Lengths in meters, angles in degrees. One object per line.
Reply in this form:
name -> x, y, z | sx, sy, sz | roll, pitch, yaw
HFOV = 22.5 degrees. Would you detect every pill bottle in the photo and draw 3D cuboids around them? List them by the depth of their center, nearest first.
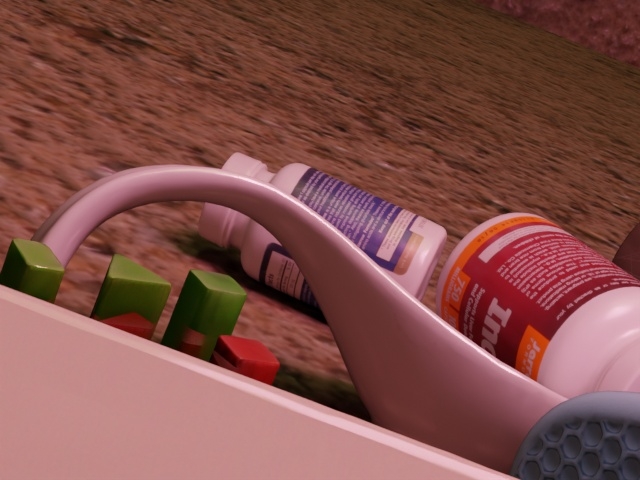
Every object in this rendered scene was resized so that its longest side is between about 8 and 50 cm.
pill bottle -> 0.129, 0.050, 0.807 | 0.086, 0.086, 0.152 | 12, 16, -31
pill bottle -> 0.000, 0.000, 0.845 | 0.120, 0.067, 0.067 | 25, 16, 8

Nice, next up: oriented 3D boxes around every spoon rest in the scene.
spoon rest -> 0.013, 0.035, 0.678 | 0.276, 0.084, 0.137 | 21, -1, -16

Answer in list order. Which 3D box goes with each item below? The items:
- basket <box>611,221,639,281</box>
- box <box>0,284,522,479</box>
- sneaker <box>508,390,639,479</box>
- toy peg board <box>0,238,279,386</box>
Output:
basket -> 0.256, 0.066, 0.832 | 0.204, 0.154, 0.227 | 19, 12, -29
box -> -0.070, 0.075, 0.387 | 0.275, 0.094, 0.113 | 21, -23, -3
sneaker -> 0.244, 0.117, 0.565 | 0.208, 0.127, 0.319 | 10, 0, -43
toy peg board -> -0.070, 0.063, 0.526 | 0.161, 0.079, 0.160 | 10, 19, -34
